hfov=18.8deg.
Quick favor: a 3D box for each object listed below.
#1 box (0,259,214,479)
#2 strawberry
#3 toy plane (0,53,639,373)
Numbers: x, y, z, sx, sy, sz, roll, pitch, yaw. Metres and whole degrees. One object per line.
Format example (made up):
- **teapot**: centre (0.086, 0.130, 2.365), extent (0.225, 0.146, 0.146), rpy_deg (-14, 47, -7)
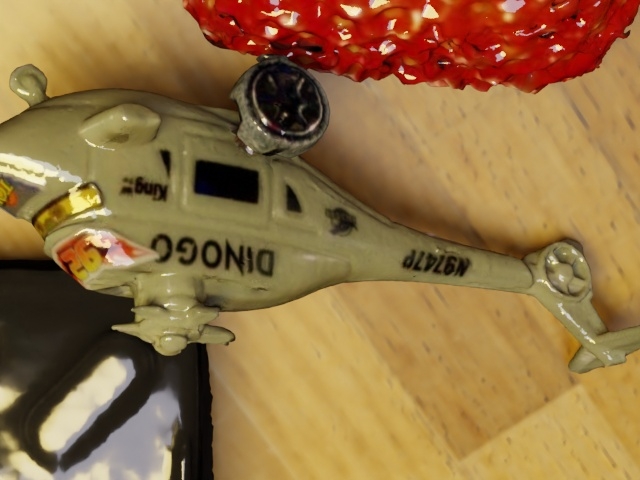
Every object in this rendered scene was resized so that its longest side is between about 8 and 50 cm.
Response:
- **box**: centre (-0.184, 0.151, 0.776), extent (0.289, 0.073, 0.290), rpy_deg (1, 91, -1)
- **strawberry**: centre (0.040, -0.102, 0.736), extent (0.188, 0.082, 0.121), rpy_deg (-11, 109, -2)
- **toy plane**: centre (0.000, 0.000, 0.747), extent (0.286, 0.092, 0.108), rpy_deg (9, 63, -26)
